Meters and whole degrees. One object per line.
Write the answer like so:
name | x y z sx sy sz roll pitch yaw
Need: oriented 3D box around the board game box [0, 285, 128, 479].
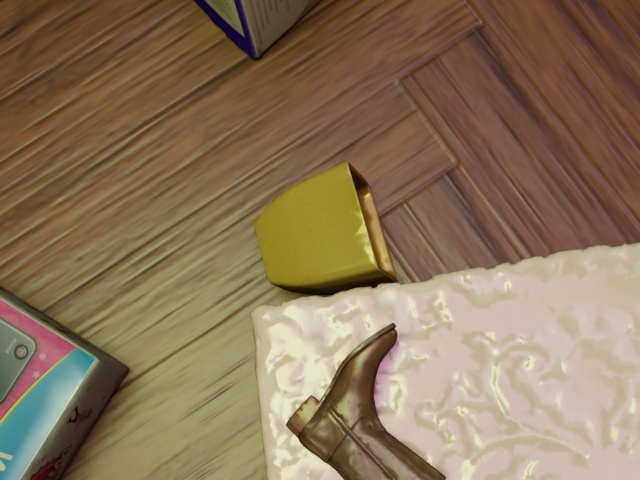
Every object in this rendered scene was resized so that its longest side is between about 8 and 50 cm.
board game box | -0.329 0.105 0.766 0.303 0.097 0.224 30 81 8

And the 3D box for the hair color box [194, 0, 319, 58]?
hair color box | 0.031 -0.311 0.791 0.339 0.185 0.110 -42 79 -7

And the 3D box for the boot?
boot | 0.050 0.128 0.716 0.114 0.037 0.106 43 95 14

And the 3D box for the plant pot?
plant pot | 0.000 0.000 0.782 0.083 0.081 0.081 -18 77 11

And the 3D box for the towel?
towel | 0.128 0.173 0.749 0.332 0.053 0.317 -9 77 1
